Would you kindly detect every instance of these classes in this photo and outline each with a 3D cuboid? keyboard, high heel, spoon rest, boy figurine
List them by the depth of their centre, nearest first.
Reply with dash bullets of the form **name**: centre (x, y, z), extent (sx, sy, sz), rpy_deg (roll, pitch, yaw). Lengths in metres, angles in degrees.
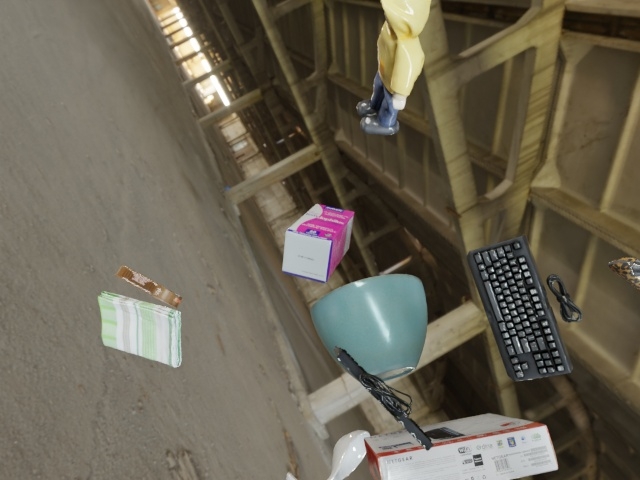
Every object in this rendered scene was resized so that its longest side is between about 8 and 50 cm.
- **keyboard**: centre (0.267, 0.085, 0.566), extent (0.023, 0.108, 0.180), rpy_deg (-17, 87, -69)
- **keyboard**: centre (0.099, 0.221, 0.641), extent (0.192, 0.038, 0.100), rpy_deg (45, -5, -1)
- **boy figurine**: centre (0.129, -0.315, 0.793), extent (0.285, 0.092, 0.177), rpy_deg (94, -8, -61)
- **spoon rest**: centre (0.040, 0.605, 1.194), extent (0.084, 0.276, 0.137), rpy_deg (29, -58, 43)
- **high heel**: centre (1.078, 0.148, 1.499), extent (0.186, 0.093, 0.261), rpy_deg (16, -27, 40)

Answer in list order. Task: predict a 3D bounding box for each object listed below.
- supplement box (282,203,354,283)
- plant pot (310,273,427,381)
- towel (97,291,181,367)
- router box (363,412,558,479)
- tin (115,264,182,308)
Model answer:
- **supplement box**: centre (0.000, 0.000, 1.097), extent (0.220, 0.111, 0.114), rpy_deg (-49, 149, -64)
- **plant pot**: centre (0.137, 0.233, 1.082), extent (0.290, 0.290, 0.195), rpy_deg (67, 7, -63)
- **towel**: centre (-0.310, 0.154, 0.759), extent (0.023, 0.152, 0.113), rpy_deg (-51, 150, -66)
- **router box**: centre (0.276, 0.462, 0.974), extent (0.301, 0.335, 0.082), rpy_deg (93, -13, -73)
- **tin**: centre (-0.440, 0.118, 1.143), extent (0.190, 0.040, 0.106), rpy_deg (24, -20, 17)
